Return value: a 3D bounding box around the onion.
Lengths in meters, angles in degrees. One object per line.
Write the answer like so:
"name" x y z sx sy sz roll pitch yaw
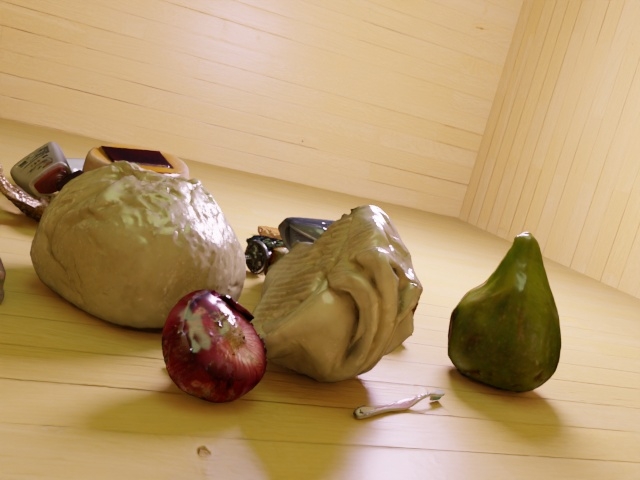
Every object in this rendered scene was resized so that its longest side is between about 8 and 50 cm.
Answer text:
"onion" -0.155 0.149 0.866 0.150 0.140 0.150 31 40 -31

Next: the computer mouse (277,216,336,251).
"computer mouse" 0.000 0.000 1.344 0.167 0.090 0.379 6 6 -10

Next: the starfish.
"starfish" -0.594 -0.084 1.439 0.374 0.095 0.327 17 -10 25

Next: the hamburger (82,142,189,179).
"hamburger" -0.474 -0.137 1.705 0.301 0.171 0.302 13 19 -5

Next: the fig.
"fig" 0.342 0.123 1.169 0.205 0.275 0.206 16 10 -3

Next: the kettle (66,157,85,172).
"kettle" -0.693 -0.190 1.877 0.126 0.098 0.148 29 20 36

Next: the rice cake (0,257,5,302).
"rice cake" -0.560 0.018 1.074 0.072 0.056 0.365 6 13 -30

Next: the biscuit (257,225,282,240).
"biscuit" -0.067 0.004 1.895 0.224 0.033 0.144 22 11 34

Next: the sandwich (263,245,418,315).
"sandwich" 0.029 0.097 1.369 0.300 0.099 0.271 10 7 -5

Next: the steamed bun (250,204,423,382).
"steamed bun" 0.041 0.111 1.013 0.207 0.268 0.280 47 16 -19

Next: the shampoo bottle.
"shampoo bottle" -0.674 -0.167 1.661 0.153 0.071 0.284 -41 39 -20

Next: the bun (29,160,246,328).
"bun" -0.286 -0.004 1.102 0.348 0.228 0.352 15 12 -9

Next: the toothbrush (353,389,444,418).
"toothbrush" 0.119 0.236 0.963 0.204 0.022 0.017 3 31 -46

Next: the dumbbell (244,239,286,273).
"dumbbell" -0.104 0.034 1.528 0.254 0.110 0.110 -5 21 -44

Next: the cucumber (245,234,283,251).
"cucumber" -0.070 0.034 1.670 0.245 0.067 0.067 11 11 -6
